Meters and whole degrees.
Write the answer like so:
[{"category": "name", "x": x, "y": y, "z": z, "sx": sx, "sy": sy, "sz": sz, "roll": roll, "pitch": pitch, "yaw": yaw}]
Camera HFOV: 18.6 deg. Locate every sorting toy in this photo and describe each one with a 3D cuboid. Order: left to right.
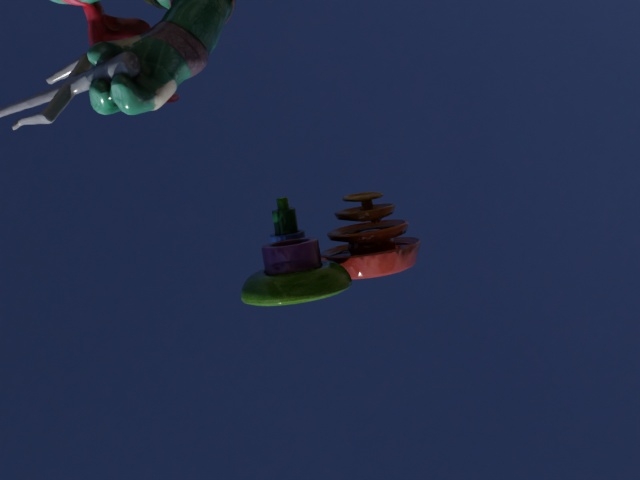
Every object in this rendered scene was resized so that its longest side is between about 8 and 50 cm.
[{"category": "sorting toy", "x": 0.000, "y": 0.000, "z": 0.910, "sx": 0.102, "sy": 0.061, "sz": 0.042, "roll": -17, "pitch": -79, "yaw": -46}]

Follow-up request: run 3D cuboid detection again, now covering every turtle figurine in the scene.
[{"category": "turtle figurine", "x": -0.054, "y": -0.142, "z": 0.742, "sx": 0.118, "sy": 0.234, "sz": 0.175, "roll": -6, "pitch": -109, "yaw": -64}]
